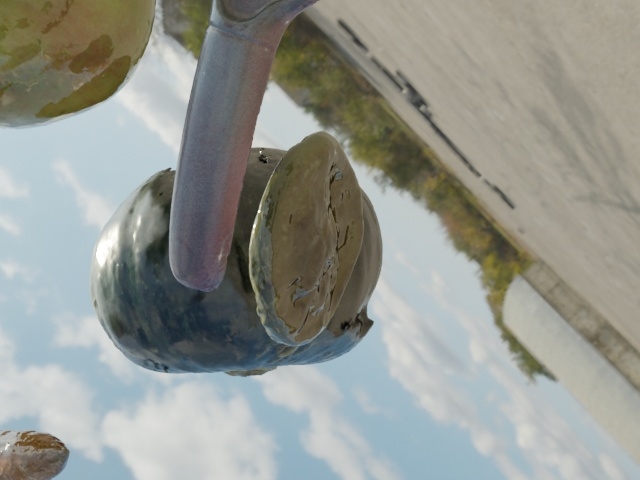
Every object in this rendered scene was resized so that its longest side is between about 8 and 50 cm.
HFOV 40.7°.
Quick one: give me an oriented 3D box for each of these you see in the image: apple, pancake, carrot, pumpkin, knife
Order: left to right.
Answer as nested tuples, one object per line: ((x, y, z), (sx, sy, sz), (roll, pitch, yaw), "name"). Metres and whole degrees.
((-0.289, 0.208, 0.822), (0.072, 0.205, 0.072), (18, -116, -42), "carrot")
((-0.337, -0.276, 0.960), (0.319, 0.319, 0.277), (45, 175, 1), "apple")
((-0.063, -0.090, 0.531), (0.123, 0.277, 0.053), (26, -158, 21), "knife")
((-0.121, 0.032, 1.298), (0.454, 0.455, 0.343), (8, -106, -75), "pumpkin")
((0.000, 0.000, 0.948), (0.050, 0.241, 0.242), (15, 176, 25), "pancake")
